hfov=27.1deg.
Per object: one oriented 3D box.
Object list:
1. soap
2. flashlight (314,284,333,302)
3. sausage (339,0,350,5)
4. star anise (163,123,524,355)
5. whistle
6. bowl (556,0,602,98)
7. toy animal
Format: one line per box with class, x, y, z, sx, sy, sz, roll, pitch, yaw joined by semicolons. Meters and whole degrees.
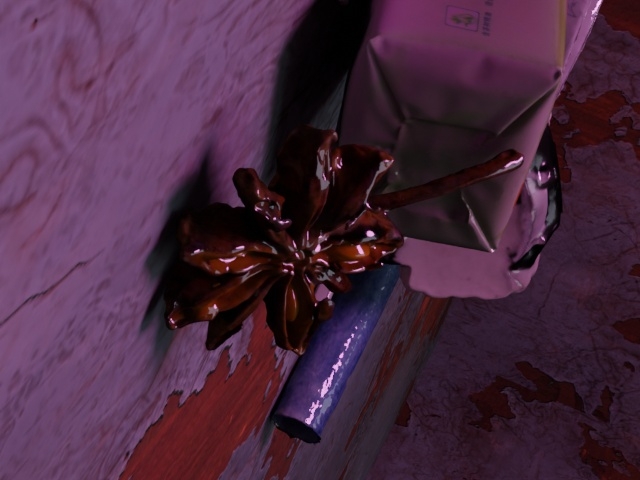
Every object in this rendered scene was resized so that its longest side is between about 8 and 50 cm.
soap;0.090;-0.124;0.943;0.182;0.138;0.199;102;1;-46
flashlight;0.007;0.046;1.336;0.018;0.018;0.083;80;34;-72
sausage;0.050;-0.255;0.842;0.029;0.029;0.223;-41;153;-68
star anise;0.003;0.002;0.829;0.233;0.073;0.177;6;130;-38
whistle;0.037;0.078;1.454;0.062;0.062;0.304;95;21;-62
bowl;0.249;-0.311;1.451;0.287;0.143;0.287;23;90;-80
toy animal;0.145;-0.058;1.358;0.156;0.204;0.208;-79;167;-60
